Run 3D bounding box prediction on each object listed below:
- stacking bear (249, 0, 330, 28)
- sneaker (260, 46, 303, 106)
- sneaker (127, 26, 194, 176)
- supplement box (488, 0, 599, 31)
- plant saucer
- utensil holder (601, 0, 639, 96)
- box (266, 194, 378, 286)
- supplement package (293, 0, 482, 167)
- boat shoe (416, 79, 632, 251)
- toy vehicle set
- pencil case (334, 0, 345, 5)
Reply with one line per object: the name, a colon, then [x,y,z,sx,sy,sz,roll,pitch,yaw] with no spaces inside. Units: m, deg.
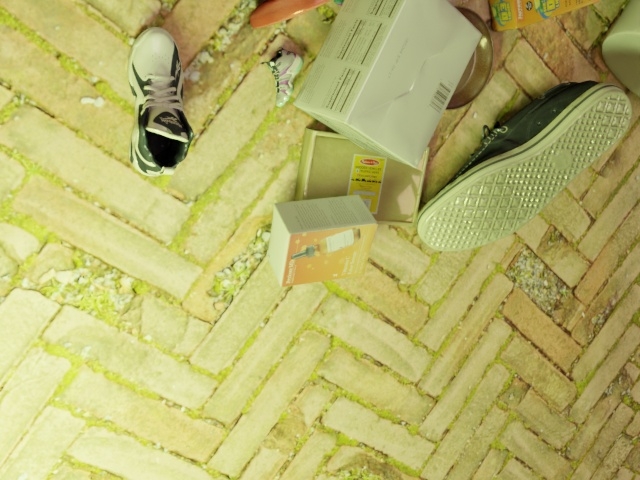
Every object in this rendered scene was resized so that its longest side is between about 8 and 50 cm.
stacking bear: [-0.073,-0.506,1.151,0.175,0.164,0.289,-32,113,-17]
sneaker: [-0.077,-0.288,1.281,0.069,0.038,0.098,21,85,-30]
sneaker: [-0.243,-0.208,1.142,0.094,0.153,0.234,6,102,-32]
supplement box: [0.455,-0.490,1.486,0.234,0.080,0.078,-23,112,-19]
plant saucer: [0.252,-0.355,1.439,0.199,0.036,0.198,-9,110,-27]
utensil holder: [0.834,-0.497,1.554,0.328,0.328,0.385,37,89,-32]
box: [0.000,0.000,1.344,0.171,0.091,0.130,-8,133,-22]
supplement package: [0.117,-0.293,1.257,0.204,0.145,0.261,25,93,-45]
boat shoe: [0.401,-0.157,1.519,0.500,0.156,0.186,-38,125,0]
toy vehicle set: [0.081,-0.117,1.417,0.267,0.035,0.165,4,103,-30]
pencil case: [0.070,-0.478,1.285,0.070,0.064,0.151,9,101,-14]
